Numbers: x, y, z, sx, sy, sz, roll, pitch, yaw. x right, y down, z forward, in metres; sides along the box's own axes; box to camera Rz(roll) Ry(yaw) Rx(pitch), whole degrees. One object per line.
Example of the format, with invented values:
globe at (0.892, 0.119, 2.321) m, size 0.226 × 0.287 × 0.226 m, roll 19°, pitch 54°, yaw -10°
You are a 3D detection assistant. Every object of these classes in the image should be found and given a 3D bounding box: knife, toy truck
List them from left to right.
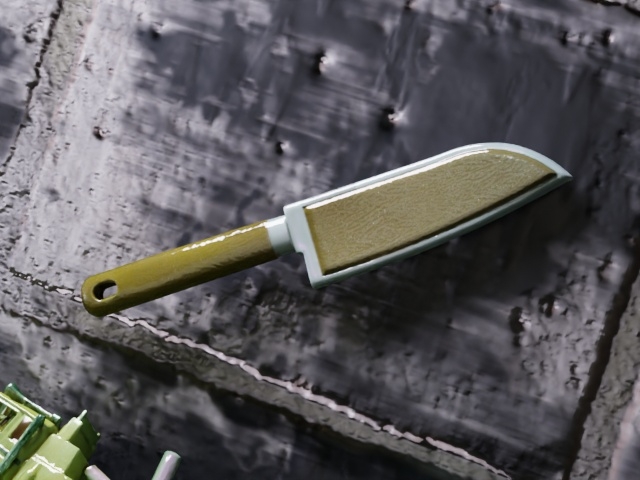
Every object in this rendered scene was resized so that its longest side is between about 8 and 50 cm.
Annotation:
toy truck at (-0.188, 0.173, 1.042) m, size 0.260 × 0.128 × 0.135 m, roll 24°, pitch 66°, yaw 19°
knife at (0.000, 0.001, 1.036) m, size 0.343 × 0.027 × 0.061 m, roll -19°, pitch 76°, yaw 11°
